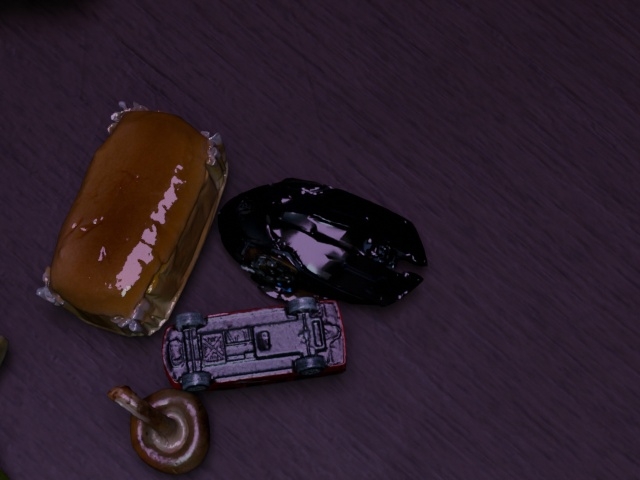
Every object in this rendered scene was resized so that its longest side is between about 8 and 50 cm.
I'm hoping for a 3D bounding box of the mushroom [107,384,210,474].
[{"bbox_3d":[-0.174,0.188,1.970,0.088,0.073,0.129,-46,111,2],"label":"mushroom"}]

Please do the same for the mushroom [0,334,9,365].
[{"bbox_3d":[-0.453,0.222,1.956,0.087,0.107,0.333,18,71,44],"label":"mushroom"}]

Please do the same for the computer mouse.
[{"bbox_3d":[0.000,0.000,2.032,0.242,0.077,0.146,16,75,6],"label":"computer mouse"}]

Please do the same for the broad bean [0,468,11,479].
[{"bbox_3d":[-0.364,0.227,1.946,0.061,0.046,0.195,-35,114,18],"label":"broad bean"}]

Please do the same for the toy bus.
[{"bbox_3d":[-0.071,0.118,1.987,0.195,0.089,0.081,-8,72,-3],"label":"toy bus"}]

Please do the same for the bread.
[{"bbox_3d":[-0.200,-0.022,2.019,0.136,0.107,0.241,19,75,17],"label":"bread"}]
